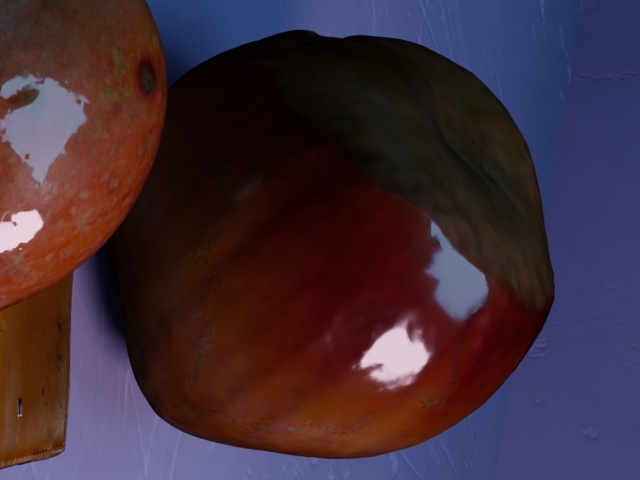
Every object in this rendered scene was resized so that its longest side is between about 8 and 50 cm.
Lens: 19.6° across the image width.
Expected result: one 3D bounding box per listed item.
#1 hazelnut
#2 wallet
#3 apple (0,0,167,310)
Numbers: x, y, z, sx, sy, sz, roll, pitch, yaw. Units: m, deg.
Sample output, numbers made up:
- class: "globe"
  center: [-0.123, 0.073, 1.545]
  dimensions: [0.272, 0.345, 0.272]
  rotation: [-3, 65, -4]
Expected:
- class: "hazelnut"
  center: [0.000, 0.000, 1.486]
  dimensions: [0.409, 0.359, 0.359]
  rotation: [-31, 124, -74]
- class: "wallet"
  center: [-0.212, 0.057, 1.269]
  dimensions: [0.161, 0.042, 0.195]
  rotation: [-3, 95, -77]
- class: "apple"
  center: [-0.197, -0.083, 0.912]
  dimensions: [0.253, 0.254, 0.253]
  rotation: [4, 90, -73]
